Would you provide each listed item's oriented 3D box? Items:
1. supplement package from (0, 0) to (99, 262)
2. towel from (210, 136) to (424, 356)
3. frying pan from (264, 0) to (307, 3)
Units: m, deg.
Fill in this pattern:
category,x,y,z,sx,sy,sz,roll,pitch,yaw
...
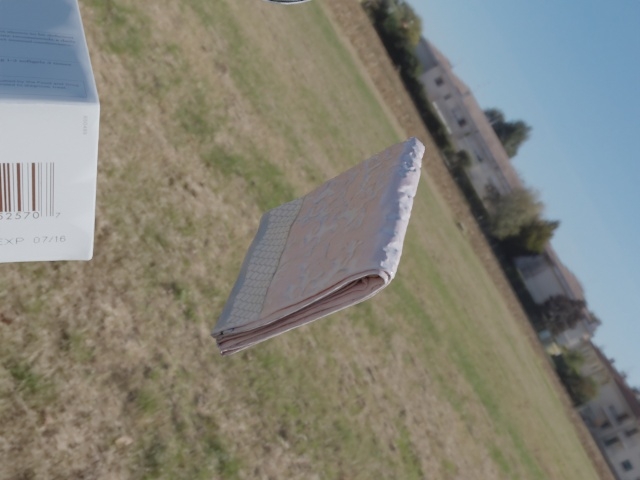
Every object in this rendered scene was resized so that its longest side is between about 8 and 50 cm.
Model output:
category,x,y,z,sx,sy,sz,roll,pitch,yaw
supplement package,-0.189,-0.082,0.433,0.179,0.105,0.105,-115,-149,-43
towel,0.000,0.000,1.136,0.053,0.317,0.331,50,34,-23
frying pan,0.006,-0.354,0.940,0.326,0.197,0.053,30,-12,-9
